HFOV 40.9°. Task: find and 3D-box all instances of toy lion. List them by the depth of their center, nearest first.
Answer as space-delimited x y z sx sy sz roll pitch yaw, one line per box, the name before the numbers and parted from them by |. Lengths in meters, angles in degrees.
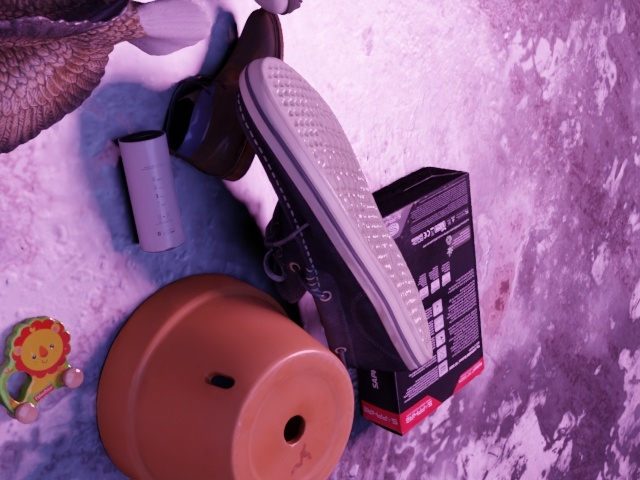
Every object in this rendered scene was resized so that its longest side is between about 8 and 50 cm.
toy lion | -0.316 0.137 0.948 0.100 0.034 0.096 -40 119 -31

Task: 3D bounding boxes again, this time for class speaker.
speaker | -0.195 -0.058 1.000 0.055 0.055 0.136 -26 118 -39

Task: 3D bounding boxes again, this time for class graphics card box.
graphics card box | 0.151 0.091 1.367 0.233 0.094 0.371 -28 120 -37

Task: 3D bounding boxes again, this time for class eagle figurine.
eagle figurine | -0.270 -0.204 0.800 0.298 0.225 0.226 -61 146 -30

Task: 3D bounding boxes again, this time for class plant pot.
plant pot | -0.097 0.201 1.063 0.291 0.203 0.291 -13 109 -43

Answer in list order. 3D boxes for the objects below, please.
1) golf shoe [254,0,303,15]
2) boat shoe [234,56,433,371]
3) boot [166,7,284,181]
golf shoe | -0.131 -0.347 0.965 0.120 0.105 0.273 -51 120 -15
boat shoe | 0.000 0.000 1.080 0.187 0.156 0.500 -90 158 -48
boot | -0.114 -0.184 1.032 0.106 0.082 0.219 10 95 -49
